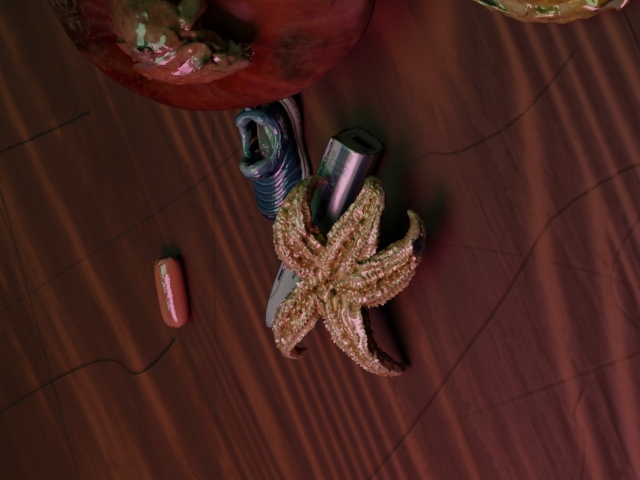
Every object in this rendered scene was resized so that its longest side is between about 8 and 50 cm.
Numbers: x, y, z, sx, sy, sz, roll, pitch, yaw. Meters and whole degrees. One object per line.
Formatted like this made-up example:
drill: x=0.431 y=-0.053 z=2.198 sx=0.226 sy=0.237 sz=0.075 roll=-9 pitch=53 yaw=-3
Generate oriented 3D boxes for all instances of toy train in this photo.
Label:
toy train: x=-0.001 y=0.000 z=1.780 sx=0.048 sy=0.055 sz=0.251 roll=33 pitch=123 yaw=18

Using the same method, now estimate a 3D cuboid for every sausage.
sausage: x=-0.170 y=0.058 z=1.949 sx=0.034 sy=0.034 sz=0.083 roll=1 pitch=105 yaw=40

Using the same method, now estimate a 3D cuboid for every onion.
onion: x=-0.109 y=-0.276 z=1.643 sx=0.354 sy=0.354 sz=0.353 roll=13 pitch=111 yaw=37

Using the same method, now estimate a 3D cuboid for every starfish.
starfish: x=0.023 y=0.048 z=1.727 sx=0.216 sy=0.071 sz=0.238 roll=47 pitch=127 yaw=1

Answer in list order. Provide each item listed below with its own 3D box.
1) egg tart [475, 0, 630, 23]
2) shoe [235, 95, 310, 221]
egg tart: x=0.176 y=-0.333 z=1.485 sx=0.315 sy=0.120 sz=0.314 roll=14 pitch=113 yaw=37
shoe: x=-0.055 y=-0.086 z=1.785 sx=0.064 sy=0.071 sz=0.142 roll=10 pitch=114 yaw=38
